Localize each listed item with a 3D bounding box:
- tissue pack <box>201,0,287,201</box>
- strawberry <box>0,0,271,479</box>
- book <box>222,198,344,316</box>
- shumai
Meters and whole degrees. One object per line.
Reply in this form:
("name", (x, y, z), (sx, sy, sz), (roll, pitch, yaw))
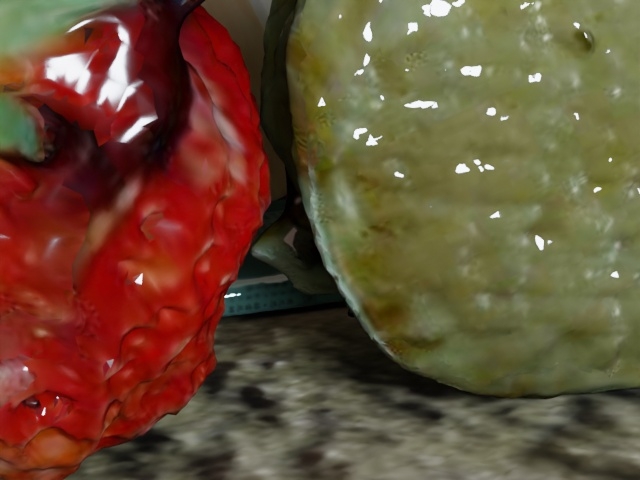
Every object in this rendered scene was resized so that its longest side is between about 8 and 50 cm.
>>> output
("tissue pack", (-0.014, -0.207, 1.153), (0.238, 0.306, 0.238), (-26, -2, -1))
("strawberry", (-0.163, -0.004, 0.622), (0.291, 0.310, 0.292), (-5, 47, 5))
("book", (0.000, 0.000, 0.966), (0.379, 0.031, 0.264), (-7, 13, -10))
("shumai", (0.082, -0.098, 0.703), (0.291, 0.330, 0.288), (-19, 24, -1))
